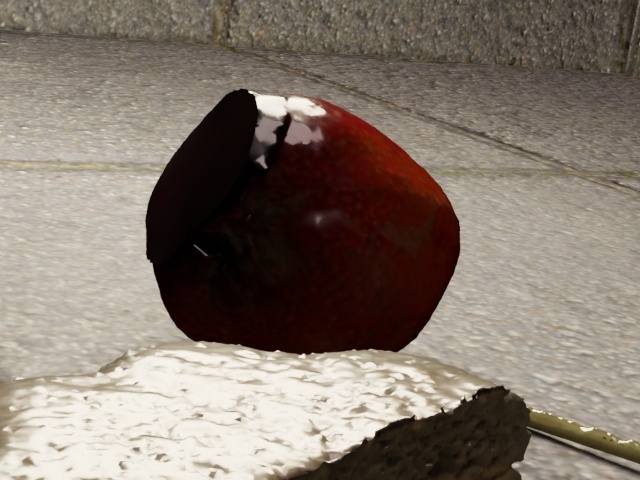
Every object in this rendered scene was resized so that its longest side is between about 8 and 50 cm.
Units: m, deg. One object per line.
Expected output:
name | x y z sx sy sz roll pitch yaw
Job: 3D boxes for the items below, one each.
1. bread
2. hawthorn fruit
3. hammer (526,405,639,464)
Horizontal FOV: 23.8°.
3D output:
bread | -0.061 0.113 0.666 0.183 0.102 0.337 14 16 40
hawthorn fruit | 0.000 0.000 1.023 0.189 0.189 0.251 20 4 40
hammer | 0.204 0.129 0.916 0.195 0.028 0.060 17 10 37
